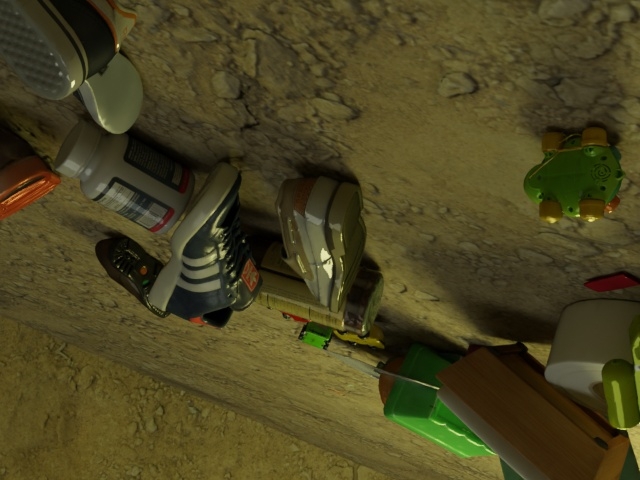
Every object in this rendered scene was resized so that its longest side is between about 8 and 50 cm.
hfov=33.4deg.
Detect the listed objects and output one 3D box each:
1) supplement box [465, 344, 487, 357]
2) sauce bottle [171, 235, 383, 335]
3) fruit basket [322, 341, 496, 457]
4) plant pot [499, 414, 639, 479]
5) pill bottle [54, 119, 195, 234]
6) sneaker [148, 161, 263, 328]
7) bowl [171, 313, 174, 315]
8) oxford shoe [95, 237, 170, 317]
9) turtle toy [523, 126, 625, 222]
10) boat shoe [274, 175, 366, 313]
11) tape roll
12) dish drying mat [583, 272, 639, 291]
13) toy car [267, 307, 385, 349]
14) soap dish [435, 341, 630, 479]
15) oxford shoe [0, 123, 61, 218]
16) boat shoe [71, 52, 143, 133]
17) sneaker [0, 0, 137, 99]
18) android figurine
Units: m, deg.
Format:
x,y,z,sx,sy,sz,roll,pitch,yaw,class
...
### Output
x,y,z,sx,sy,sz,roll,pitch,yaw,class
0.299,0.222,1.891,0.055,0.043,0.083,4,156,40,supplement box
-0.072,0.054,1.716,0.344,0.111,0.111,18,161,15,sauce bottle
0.200,0.287,2.074,0.327,0.165,0.353,31,174,-27,fruit basket
0.456,0.422,1.944,0.234,0.166,0.166,-16,151,10,plant pot
-0.280,-0.094,1.521,0.180,0.108,0.108,31,159,-26,pill bottle
-0.143,0.019,1.572,0.148,0.131,0.350,29,146,-2,sneaker
-0.306,0.120,2.224,0.142,0.053,0.142,23,162,-12,bowl
-0.362,0.068,2.099,0.096,0.083,0.227,9,144,39,oxford shoe
0.259,-0.063,1.096,0.066,0.095,0.130,8,174,-40,turtle toy
0.000,0.000,1.505,0.103,0.113,0.302,18,151,12,boat shoe
0.473,0.188,1.534,0.286,0.100,0.286,18,161,7,tape roll
0.384,0.056,1.401,0.032,0.008,0.083,26,160,-17,dish drying mat
0.001,0.154,2.001,0.239,0.053,0.225,22,162,-1,toy car
0.341,0.279,1.669,0.291,0.118,0.229,41,-165,24,soap dish
-0.508,-0.121,1.724,0.133,0.130,0.363,57,163,-4,oxford shoe
-0.285,-0.209,1.268,0.076,0.080,0.228,32,170,24,boat shoe
-0.305,-0.293,1.004,0.126,0.127,0.321,-16,115,52,sneaker
0.484,0.172,1.344,0.248,0.056,0.273,-6,119,14,android figurine
